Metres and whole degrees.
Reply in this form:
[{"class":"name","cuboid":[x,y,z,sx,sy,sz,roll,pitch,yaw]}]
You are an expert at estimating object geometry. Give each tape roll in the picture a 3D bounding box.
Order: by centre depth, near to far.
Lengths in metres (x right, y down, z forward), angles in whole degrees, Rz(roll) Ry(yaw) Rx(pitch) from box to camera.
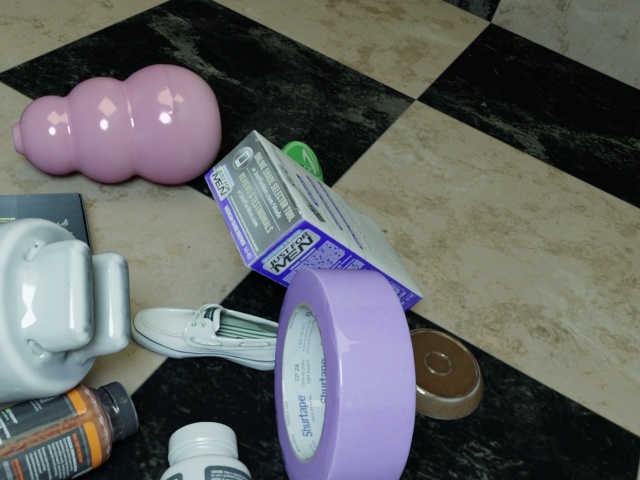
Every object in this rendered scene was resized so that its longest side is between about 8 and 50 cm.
[{"class":"tape roll","cuboid":[0.019,0.171,0.856,0.090,0.275,0.275,2,43,-19]}]

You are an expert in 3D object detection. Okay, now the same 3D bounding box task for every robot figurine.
[{"class":"robot figurine","cuboid":[-0.395,0.088,0.799,0.353,0.300,0.199,-10,72,16]}]

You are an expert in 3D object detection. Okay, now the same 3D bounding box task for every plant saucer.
[{"class":"plant saucer","cuboid":[0.177,0.196,1.078,0.168,0.029,0.168,10,42,-9]}]

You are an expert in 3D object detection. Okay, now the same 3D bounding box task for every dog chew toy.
[{"class":"dog chew toy","cuboid":[-0.342,-0.187,1.188,0.332,0.206,0.206,-9,47,-17]}]

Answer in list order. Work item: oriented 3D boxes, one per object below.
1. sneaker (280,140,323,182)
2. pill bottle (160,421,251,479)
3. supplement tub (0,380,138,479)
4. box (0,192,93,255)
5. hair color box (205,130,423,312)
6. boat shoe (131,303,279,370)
[{"class":"sneaker","cuboid":[-0.044,-0.093,1.239,0.109,0.123,0.295,14,40,-5]},{"class":"pill bottle","cuboid":[-0.127,0.303,0.785,0.108,0.108,0.180,4,43,-16]},{"class":"supplement tub","cuboid":[-0.313,0.229,0.799,0.198,0.106,0.106,-18,53,-35]},{"class":"box","cuboid":[-0.457,0.011,1.020,0.233,0.059,0.183,-3,44,-24]},{"class":"hair color box","cuboid":[0.000,0.000,1.035,0.339,0.110,0.185,35,20,-49]},{"class":"boat shoe","cuboid":[-0.154,0.122,0.998,0.226,0.076,0.083,10,41,-10]}]
